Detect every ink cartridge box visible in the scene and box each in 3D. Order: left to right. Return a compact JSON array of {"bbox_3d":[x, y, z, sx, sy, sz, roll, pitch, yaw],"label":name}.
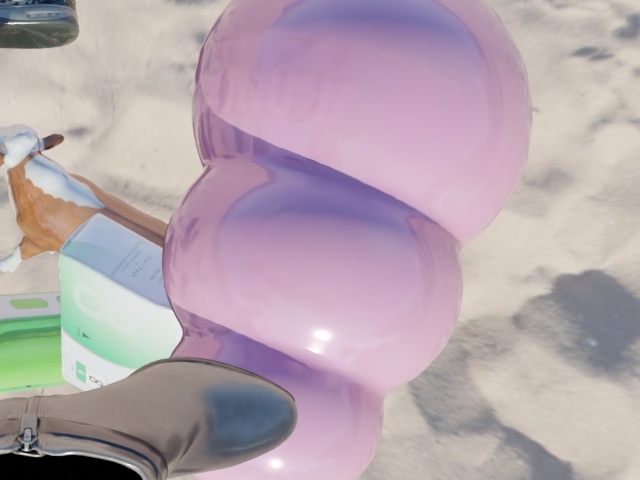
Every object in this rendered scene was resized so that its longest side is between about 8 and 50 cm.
[{"bbox_3d":[-0.088,0.095,1.013,0.224,0.181,0.056,30,55,12],"label":"ink cartridge box"}]

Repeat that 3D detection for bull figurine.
[{"bbox_3d":[-0.277,-0.008,1.601,0.310,0.188,0.101,33,49,-5],"label":"bull figurine"}]

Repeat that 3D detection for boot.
[{"bbox_3d":[-0.366,-0.292,1.413,0.236,0.085,0.179,2,73,-12],"label":"boot"},{"bbox_3d":[-0.059,0.065,0.421,0.118,0.087,0.042,-3,96,-11],"label":"boot"}]

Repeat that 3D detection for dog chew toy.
[{"bbox_3d":[0.000,0.000,0.807,0.206,0.206,0.332,20,77,-9],"label":"dog chew toy"}]

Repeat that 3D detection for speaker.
[{"bbox_3d":[-0.382,0.129,1.778,0.296,0.131,0.131,-2,90,-49],"label":"speaker"}]
